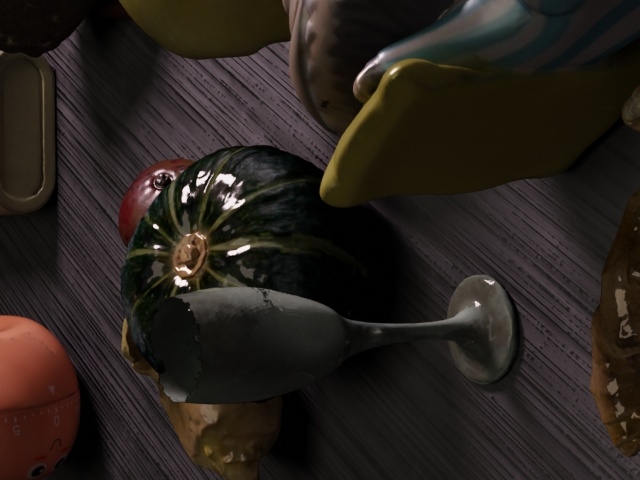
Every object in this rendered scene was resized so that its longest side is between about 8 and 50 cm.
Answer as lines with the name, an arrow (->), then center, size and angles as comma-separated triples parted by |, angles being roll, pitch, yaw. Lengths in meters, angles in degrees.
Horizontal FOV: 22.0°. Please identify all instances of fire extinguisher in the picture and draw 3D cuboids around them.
fire extinguisher -> -0.219, -0.287, 1.968 | 0.049, 0.035, 0.173 | -54, 31, -13

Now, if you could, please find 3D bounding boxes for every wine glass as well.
wine glass -> 0.000, 0.000, 1.377 | 0.096, 0.309, 0.264 | -28, 68, 55

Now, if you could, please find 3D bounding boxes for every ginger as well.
ginger -> -0.117, 0.139, 1.721 | 0.267, 0.152, 0.138 | 51, 144, 16
ginger -> 0.241, 0.026, 1.225 | 0.089, 0.075, 0.288 | -113, 27, -68

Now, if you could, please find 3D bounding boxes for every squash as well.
squash -> -0.073, 0.034, 1.582 | 0.252, 0.165, 0.252 | -13, 68, 34

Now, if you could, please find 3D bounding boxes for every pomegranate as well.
pomegranate -> -0.161, -0.015, 1.805 | 0.129, 0.129, 0.159 | 65, 149, 32

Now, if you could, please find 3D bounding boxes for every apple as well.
apple -> -0.085, -0.298, 1.563 | 0.262, 0.262, 0.262 | 4, 94, 57

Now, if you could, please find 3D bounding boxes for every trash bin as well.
trash bin -> -0.466, -0.148, 2.276 | 0.247, 0.121, 0.243 | 4, 94, 55

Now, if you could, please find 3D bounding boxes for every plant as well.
plant -> -0.319, -0.367, 1.962 | 0.320, 0.182, 0.194 | -52, 37, 41

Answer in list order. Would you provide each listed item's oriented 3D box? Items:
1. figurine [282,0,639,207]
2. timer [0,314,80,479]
figurine -> 0.102, -0.260, 1.255 | 0.361, 0.266, 0.377 | -41, 62, 39
timer -> -0.423, 0.214, 2.122 | 0.229, 0.230, 0.215 | 15, 113, 56
